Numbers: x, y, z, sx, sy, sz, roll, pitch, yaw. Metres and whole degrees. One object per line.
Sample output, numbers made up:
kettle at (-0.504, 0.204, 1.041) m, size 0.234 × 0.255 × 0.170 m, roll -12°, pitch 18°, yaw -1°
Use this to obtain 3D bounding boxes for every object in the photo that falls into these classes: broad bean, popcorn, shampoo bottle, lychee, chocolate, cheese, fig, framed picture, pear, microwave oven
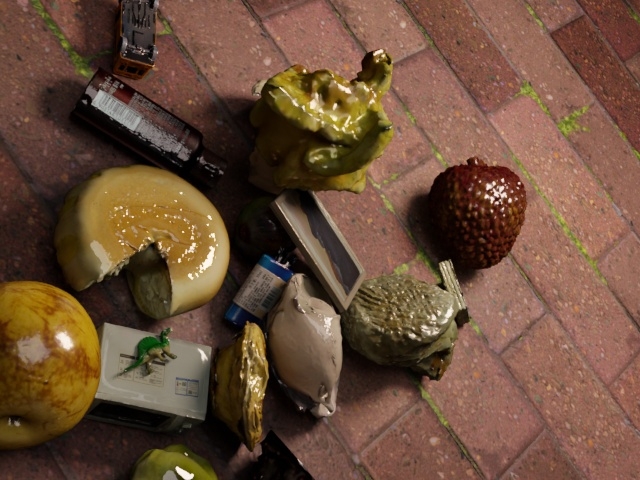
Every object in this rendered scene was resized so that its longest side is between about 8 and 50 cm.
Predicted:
broad bean at (-0.250, 0.492, 1.590) m, size 0.238 × 0.119 × 0.291 m, roll 3°, pitch 66°, yaw -42°
popcorn at (0.016, -0.216, 1.866) m, size 0.325 × 0.290 × 0.321 m, roll 25°, pitch 37°, yaw 35°
shampoo bottle at (-0.343, -0.219, 1.936) m, size 0.323 × 0.084 × 0.129 m, roll 31°, pitch 55°, yaw -17°
lychee at (0.373, -0.066, 2.239) m, size 0.236 × 0.236 × 0.271 m, roll -5°, pitch 90°, yaw -35°
chocolate at (-0.079, 0.485, 1.683) m, size 0.177 × 0.206 × 0.224 m, roll -41°, pitch 75°, yaw -12°
cheese at (-0.072, -0.225, 2.090) m, size 0.233 × 0.127 × 0.266 m, roll 17°, pitch 56°, yaw -26°
fig at (-0.068, -0.016, 1.986) m, size 0.245 × 0.149 × 0.149 m, roll 1°, pitch 64°, yaw -46°
framed picture at (0.001, 0.000, 1.940) m, size 0.265 × 0.018 × 0.192 m, roll 56°, pitch 25°, yaw -10°
shampoo bottle at (-0.111, 0.096, 1.876) m, size 0.087 × 0.050 × 0.183 m, roll 34°, pitch 89°, yaw -25°
pear at (-0.480, 0.193, 1.498) m, size 0.280 × 0.281 × 0.281 m, roll 16°, pitch 58°, yaw -26°
microwave oven at (-0.315, 0.249, 1.674) m, size 0.208 × 0.122 × 0.162 m, roll 17°, pitch 56°, yaw -26°

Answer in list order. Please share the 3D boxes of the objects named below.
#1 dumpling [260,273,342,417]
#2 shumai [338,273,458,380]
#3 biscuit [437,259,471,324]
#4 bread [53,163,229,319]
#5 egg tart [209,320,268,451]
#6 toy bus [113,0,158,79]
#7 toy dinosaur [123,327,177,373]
dumpling at (-0.033, 0.207, 1.879) m, size 0.163 × 0.204 × 0.293 m, roll -15°, pitch 99°, yaw -3°
shumai at (0.163, 0.205, 2.012) m, size 0.260 × 0.222 × 0.225 m, roll 5°, pitch 40°, yaw 9°
biscuit at (0.302, 0.121, 2.130) m, size 0.040 × 0.199 × 0.121 m, roll -22°, pitch 72°, yaw 5°
bread at (-0.333, 0.005, 1.769) m, size 0.333 × 0.160 × 0.333 m, roll 17°, pitch 57°, yaw -28°
egg tart at (-0.147, 0.267, 1.732) m, size 0.106 × 0.241 × 0.241 m, roll 1°, pitch 61°, yaw -2°
toy bus at (-0.400, -0.448, 2.018) m, size 0.083 × 0.088 × 0.194 m, roll 11°, pitch 62°, yaw -29°
toy dinosaur at (-0.295, 0.195, 1.624) m, size 0.119 × 0.029 × 0.060 m, roll -28°, pitch 67°, yaw -35°
